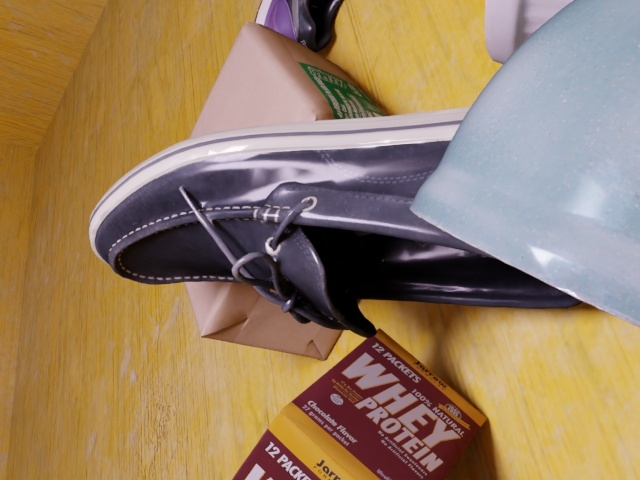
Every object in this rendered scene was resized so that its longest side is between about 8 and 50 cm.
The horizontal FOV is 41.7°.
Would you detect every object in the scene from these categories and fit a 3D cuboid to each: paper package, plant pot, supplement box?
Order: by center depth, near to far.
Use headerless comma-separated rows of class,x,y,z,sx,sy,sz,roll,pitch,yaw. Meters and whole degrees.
plant pot,0.221,-0.046,0.440,0.293,0.293,0.196,35,103,60
supplement box,0.015,0.212,0.730,0.129,0.191,0.194,40,119,13
paper package,-0.052,-0.066,1.045,0.309,0.168,0.324,-62,30,21

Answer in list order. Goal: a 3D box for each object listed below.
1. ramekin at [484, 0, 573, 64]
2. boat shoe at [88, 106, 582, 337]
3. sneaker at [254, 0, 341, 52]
ramekin,0.218,-0.243,0.589,0.127,0.273,0.272,20,90,16
boat shoe,0.000,0.000,0.735,0.501,0.187,0.155,-5,65,24
sneaker,-0.001,-0.398,1.216,0.124,0.107,0.283,7,86,46
